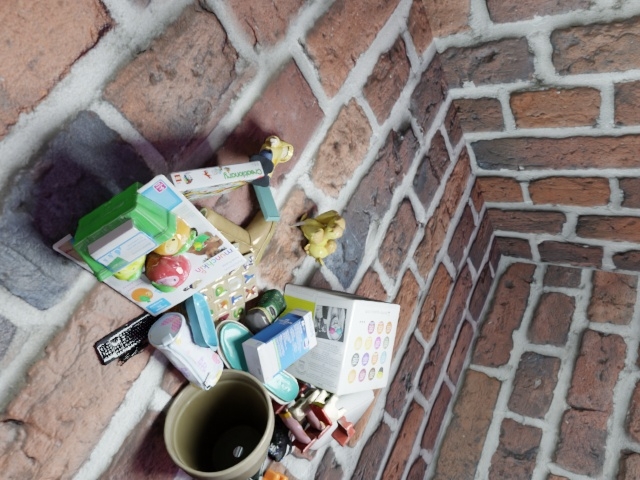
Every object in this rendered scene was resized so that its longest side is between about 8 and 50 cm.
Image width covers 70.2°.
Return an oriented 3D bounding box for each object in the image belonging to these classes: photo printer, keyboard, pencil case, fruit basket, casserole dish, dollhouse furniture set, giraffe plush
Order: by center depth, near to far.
[{"bbox_3d":[-0.417,0.042,1.161,0.327,0.165,0.353,-30,127,7],"label":"fruit basket"},{"bbox_3d":[-0.516,0.277,1.270,0.192,0.038,0.100,-35,122,-42],"label":"keyboard"},{"bbox_3d":[-0.350,0.238,1.334,0.114,0.037,0.188,61,7,-71],"label":"casserole dish"},{"bbox_3d":[-0.393,0.332,1.347,0.124,0.113,0.273,-101,171,-49],"label":"pencil case"},{"bbox_3d":[-0.030,0.637,1.592,0.152,0.374,0.201,-36,97,-25],"label":"dollhouse furniture set"},{"bbox_3d":[0.000,0.000,1.759,0.181,0.210,0.170,-70,153,-55],"label":"giraffe plush"},{"bbox_3d":[0.069,0.753,1.947,0.307,0.107,0.256,-4,131,-51],"label":"photo printer"}]

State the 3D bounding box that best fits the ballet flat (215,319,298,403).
[{"bbox_3d":[-0.237,0.421,1.556,0.400,0.139,0.139,49,57,-23],"label":"ballet flat"}]

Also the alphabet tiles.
[{"bbox_3d":[-0.340,0.167,1.433,0.342,0.011,0.285,-23,124,-40],"label":"alphabet tiles"}]

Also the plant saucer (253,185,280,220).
[{"bbox_3d":[-0.189,-0.156,1.549,0.067,0.018,0.192,-5,70,-51],"label":"plant saucer"}]

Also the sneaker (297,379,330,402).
[{"bbox_3d":[-0.031,0.609,1.916,0.235,0.084,0.097,52,34,-45],"label":"sneaker"}]

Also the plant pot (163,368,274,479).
[{"bbox_3d":[-0.285,0.616,1.432,0.323,0.323,0.280,-50,147,-34],"label":"plant pot"}]

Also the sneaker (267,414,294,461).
[{"bbox_3d":[-0.159,0.760,1.758,0.121,0.079,0.217,-24,115,-49],"label":"sneaker"}]

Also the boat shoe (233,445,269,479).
[{"bbox_3d":[-0.266,0.829,1.605,0.121,0.119,0.335,21,79,-51],"label":"boat shoe"}]

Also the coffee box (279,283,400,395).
[{"bbox_3d":[0.060,0.371,1.761,0.337,0.338,0.334,15,85,-51],"label":"coffee box"}]

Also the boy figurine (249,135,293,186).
[{"bbox_3d":[-0.165,-0.264,1.514,0.285,0.092,0.177,-64,173,-63],"label":"boy figurine"}]

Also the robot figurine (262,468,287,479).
[{"bbox_3d":[-0.201,0.983,1.705,0.158,0.128,0.219,74,38,-63],"label":"robot figurine"}]

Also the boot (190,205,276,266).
[{"bbox_3d":[-0.276,-0.045,1.476,0.269,0.089,0.236,30,72,-48],"label":"boot"}]

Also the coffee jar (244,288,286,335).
[{"bbox_3d":[-0.191,0.250,1.589,0.096,0.079,0.184,64,25,-12],"label":"coffee jar"}]

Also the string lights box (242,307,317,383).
[{"bbox_3d":[-0.127,0.343,1.511,0.259,0.076,0.133,-27,115,-46],"label":"string lights box"}]

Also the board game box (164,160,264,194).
[{"bbox_3d":[-0.335,-0.160,1.297,0.305,0.193,0.053,-20,93,-48],"label":"board game box"}]
